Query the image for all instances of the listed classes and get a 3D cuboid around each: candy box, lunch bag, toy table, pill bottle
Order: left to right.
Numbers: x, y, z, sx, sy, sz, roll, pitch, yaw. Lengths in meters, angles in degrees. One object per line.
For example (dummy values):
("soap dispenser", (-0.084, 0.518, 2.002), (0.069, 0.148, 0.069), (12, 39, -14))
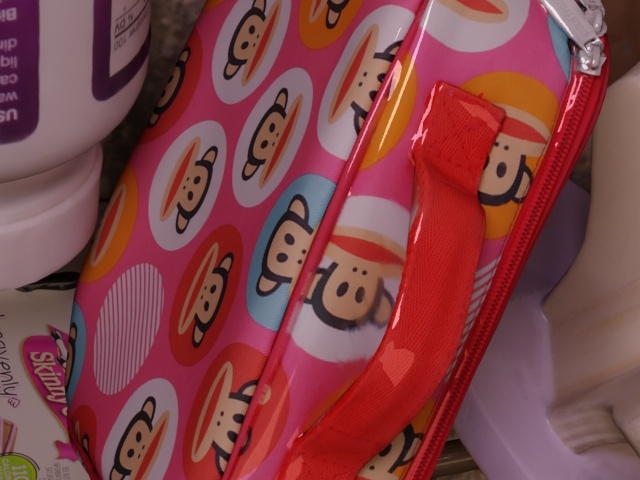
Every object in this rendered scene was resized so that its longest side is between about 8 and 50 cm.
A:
("pill bottle", (-0.152, -0.130, 0.717), (0.169, 0.169, 0.301), (0, 127, -9))
("candy box", (-0.181, 0.065, 0.929), (0.233, 0.071, 0.159), (-5, 128, -6))
("lunch bag", (0.000, 0.000, 0.746), (0.120, 0.258, 0.293), (22, 96, -24))
("toy table", (0.173, 0.049, 0.847), (0.274, 0.252, 0.161), (45, 139, -9))

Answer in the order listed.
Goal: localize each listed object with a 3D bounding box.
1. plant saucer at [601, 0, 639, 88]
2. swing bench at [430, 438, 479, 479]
("plant saucer", (0.240, -0.142, 0.855), (0.278, 0.041, 0.278), (-5, 129, -6))
("swing bench", (0.088, 0.226, 1.004), (0.255, 0.165, 0.253), (-22, 130, -13))
